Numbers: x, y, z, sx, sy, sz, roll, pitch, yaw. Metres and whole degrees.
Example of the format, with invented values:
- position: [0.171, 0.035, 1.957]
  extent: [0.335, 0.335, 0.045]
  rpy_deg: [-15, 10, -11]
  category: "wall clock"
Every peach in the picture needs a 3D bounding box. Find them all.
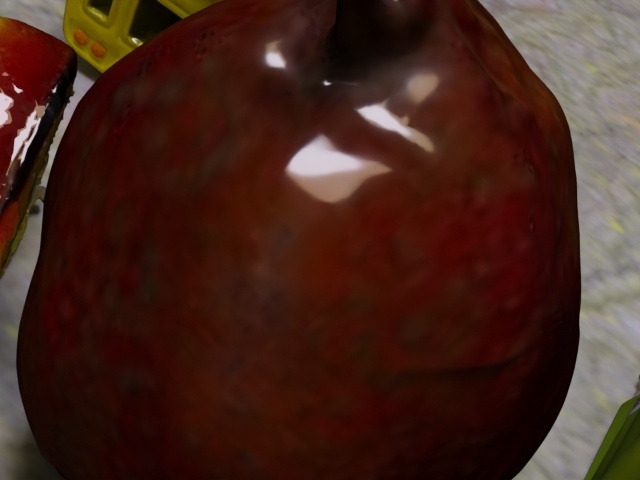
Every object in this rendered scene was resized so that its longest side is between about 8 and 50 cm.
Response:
- position: [-0.161, -0.019, 0.520]
  extent: [0.092, 0.127, 0.172]
  rpy_deg: [23, 65, -11]
  category: "peach"

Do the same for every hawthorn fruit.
- position: [0.000, 0.000, 0.450]
  extent: [0.208, 0.248, 0.208]
  rpy_deg: [9, 48, -10]
  category: "hawthorn fruit"

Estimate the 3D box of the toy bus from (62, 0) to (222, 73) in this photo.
- position: [0.006, -0.192, 0.734]
  extent: [0.144, 0.152, 0.330]
  rpy_deg: [36, 44, 8]
  category: "toy bus"

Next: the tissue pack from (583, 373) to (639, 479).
- position: [0.247, 0.053, 0.479]
  extent: [0.200, 0.274, 0.167]
  rpy_deg: [31, 42, 10]
  category: "tissue pack"
